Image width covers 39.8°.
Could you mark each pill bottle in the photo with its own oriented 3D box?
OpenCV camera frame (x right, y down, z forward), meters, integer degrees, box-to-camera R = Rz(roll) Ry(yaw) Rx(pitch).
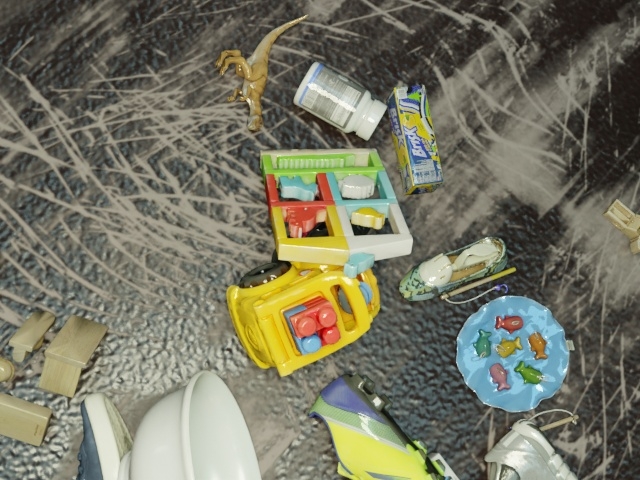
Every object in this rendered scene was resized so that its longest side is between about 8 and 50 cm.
[{"bbox_3d":[0.033,-0.221,1.418,0.137,0.078,0.078,29,74,-2],"label":"pill bottle"}]

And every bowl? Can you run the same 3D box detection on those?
[{"bbox_3d":[-0.177,0.332,1.169,0.134,0.298,0.297,-16,79,8],"label":"bowl"}]

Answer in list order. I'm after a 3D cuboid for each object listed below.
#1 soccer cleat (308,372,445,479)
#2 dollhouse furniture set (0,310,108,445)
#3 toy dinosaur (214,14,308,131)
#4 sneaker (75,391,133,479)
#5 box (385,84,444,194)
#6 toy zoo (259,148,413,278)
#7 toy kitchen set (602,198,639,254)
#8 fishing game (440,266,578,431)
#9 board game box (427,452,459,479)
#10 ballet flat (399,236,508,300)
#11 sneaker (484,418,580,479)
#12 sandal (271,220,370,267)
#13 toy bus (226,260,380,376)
[{"bbox_3d":[0.093,0.322,1.267,0.121,0.093,0.289,-43,64,7],"label":"soccer cleat"},{"bbox_3d":[-0.408,0.190,1.272,0.144,0.123,0.151,19,109,-4],"label":"dollhouse furniture set"},{"bbox_3d":[-0.106,-0.280,1.428,0.112,0.064,0.211,17,83,-24],"label":"toy dinosaur"},{"bbox_3d":[-0.314,0.387,1.193,0.148,0.131,0.350,-14,74,-1],"label":"sneaker"},{"bbox_3d":[0.152,-0.163,1.434,0.054,0.059,0.168,-6,78,-12],"label":"box"},{"bbox_3d":[0.020,-0.048,1.307,0.192,0.030,0.293,-2,37,-9],"label":"toy zoo"},{"bbox_3d":[0.510,-0.027,1.449,0.075,0.083,0.068,41,73,2],"label":"toy kitchen set"},{"bbox_3d":[0.309,0.177,1.391,0.189,0.041,0.264,-16,80,-10],"label":"fishing game"},{"bbox_3d":[0.188,0.492,1.287,0.193,0.053,0.305,-37,85,-16],"label":"board game box"},{"bbox_3d":[0.211,0.038,1.392,0.188,0.070,0.070,-21,81,-16],"label":"ballet flat"},{"bbox_3d":[0.331,0.393,1.330,0.132,0.086,0.228,-38,83,-5],"label":"sneaker"},{"bbox_3d":[0.000,0.000,1.379,0.179,0.040,0.067,-30,84,-15],"label":"sandal"},{"bbox_3d":[0.000,0.096,1.253,0.220,0.211,0.149,-24,100,-16],"label":"toy bus"}]
